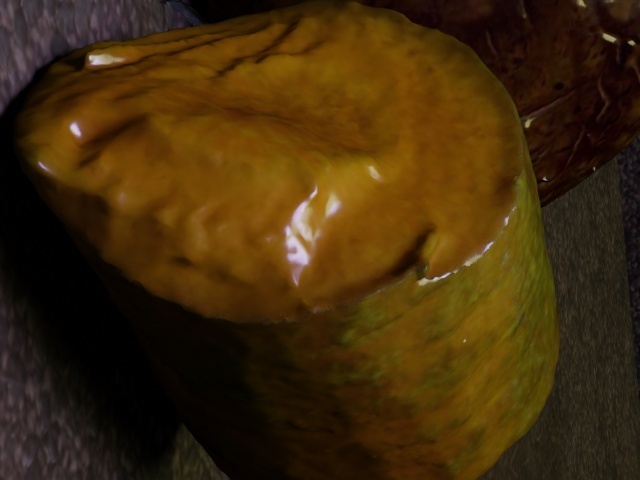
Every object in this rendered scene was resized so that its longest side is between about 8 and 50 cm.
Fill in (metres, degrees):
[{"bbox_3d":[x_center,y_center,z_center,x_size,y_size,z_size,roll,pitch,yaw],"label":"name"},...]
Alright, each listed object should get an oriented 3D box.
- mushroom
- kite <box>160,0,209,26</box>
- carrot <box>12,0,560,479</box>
[{"bbox_3d":[0.099,-0.166,1.271,0.345,0.239,0.345,-34,145,-28],"label":"mushroom"},{"bbox_3d":[-0.035,-0.093,1.171,0.156,0.139,0.011,43,21,-11],"label":"kite"},{"bbox_3d":[0.000,0.000,1.053,0.341,0.241,0.241,68,26,-51],"label":"carrot"}]
